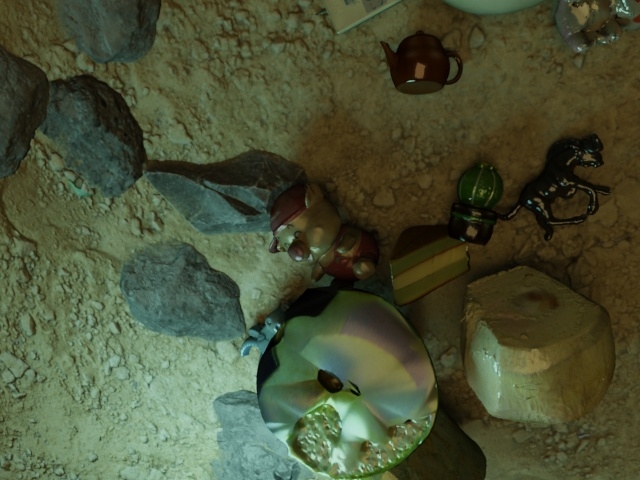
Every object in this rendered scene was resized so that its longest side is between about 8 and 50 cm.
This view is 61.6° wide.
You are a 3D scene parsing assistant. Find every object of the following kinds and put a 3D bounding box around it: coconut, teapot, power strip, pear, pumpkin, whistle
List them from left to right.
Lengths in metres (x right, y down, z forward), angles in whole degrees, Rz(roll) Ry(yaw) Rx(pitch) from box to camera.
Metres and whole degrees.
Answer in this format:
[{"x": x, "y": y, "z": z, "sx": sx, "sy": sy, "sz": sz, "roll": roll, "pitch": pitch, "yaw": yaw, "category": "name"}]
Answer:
[{"x": -0.107, "y": 0.263, "z": 1.294, "sx": 0.180, "sy": 0.093, "sz": 0.269, "roll": 25, "pitch": 116, "yaw": 24, "category": "whistle"}, {"x": 0.068, "y": 0.289, "z": 1.145, "sx": 0.398, "sy": 0.165, "sz": 0.399, "roll": 0, "pitch": 91, "yaw": 23, "category": "pear"}, {"x": 0.174, "y": 0.499, "z": 1.200, "sx": 0.332, "sy": 0.332, "sz": 0.199, "roll": -37, "pitch": 98, "yaw": 22, "category": "pumpkin"}, {"x": 0.152, "y": -0.497, "z": 0.971, "sx": 0.367, "sy": 0.043, "sz": 0.106, "roll": -23, "pitch": 104, "yaw": 19, "category": "power strip"}, {"x": 0.190, "y": -0.336, "z": 1.000, "sx": 0.173, "sy": 0.116, "sz": 0.116, "roll": 2, "pitch": 114, "yaw": -18, "category": "teapot"}, {"x": 0.419, "y": 0.218, "z": 1.061, "sx": 0.297, "sy": 0.297, "sz": 0.255, "roll": -6, "pitch": 124, "yaw": 14, "category": "coconut"}]

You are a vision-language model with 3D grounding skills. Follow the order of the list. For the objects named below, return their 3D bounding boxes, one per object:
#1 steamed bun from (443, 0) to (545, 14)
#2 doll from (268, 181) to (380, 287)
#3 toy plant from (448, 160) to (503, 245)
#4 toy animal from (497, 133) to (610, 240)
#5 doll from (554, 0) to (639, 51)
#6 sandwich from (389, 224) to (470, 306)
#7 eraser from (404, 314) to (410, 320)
[{"x": 0.271, "y": -0.505, "z": 0.793, "sx": 0.324, "sy": 0.206, "sz": 0.325, "roll": 7, "pitch": 113, "yaw": 18, "category": "steamed bun"}, {"x": -0.001, "y": 0.001, "z": 1.136, "sx": 0.255, "sy": 0.152, "sz": 0.196, "roll": 39, "pitch": 112, "yaw": -4, "category": "doll"}, {"x": 0.311, "y": -0.075, "z": 1.066, "sx": 0.092, "sy": 0.093, "sz": 0.163, "roll": 13, "pitch": 93, "yaw": 6, "category": "toy plant"}, {"x": 0.464, "y": -0.099, "z": 1.051, "sx": 0.148, "sy": 0.084, "sz": 0.232, "roll": 48, "pitch": 115, "yaw": 5, "category": "toy animal"}, {"x": 0.499, "y": -0.403, "z": 0.907, "sx": 0.191, "sy": 0.095, "sz": 0.149, "roll": -17, "pitch": 112, "yaw": 16, "category": "doll"}, {"x": 0.227, "y": 0.051, "z": 1.095, "sx": 0.144, "sy": 0.187, "sz": 0.117, "roll": -2, "pitch": 111, "yaw": 19, "category": "sandwich"}, {"x": 0.200, "y": 0.215, "z": 1.249, "sx": 0.027, "sy": 0.019, "sz": 0.099, "roll": -11, "pitch": 109, "yaw": 1, "category": "eraser"}]
